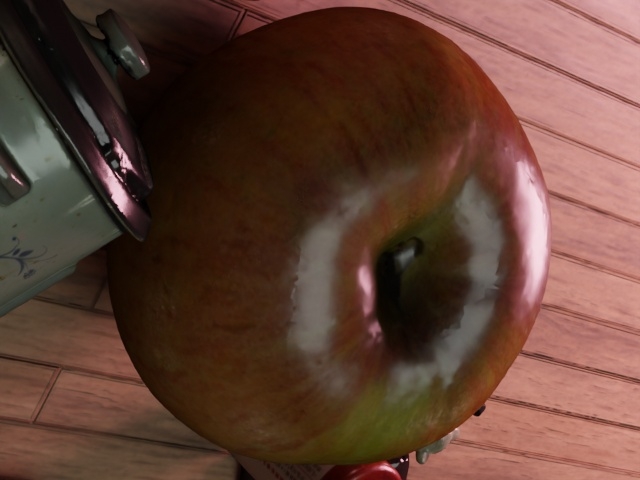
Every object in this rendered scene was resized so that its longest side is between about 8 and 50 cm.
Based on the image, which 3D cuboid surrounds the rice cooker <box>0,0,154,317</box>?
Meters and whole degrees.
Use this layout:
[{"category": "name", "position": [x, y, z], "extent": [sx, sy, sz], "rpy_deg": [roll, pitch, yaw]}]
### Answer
[{"category": "rice cooker", "position": [-0.262, -0.074, 1.333], "extent": [0.316, 0.316, 0.264], "rpy_deg": [-35, 104, -16]}]

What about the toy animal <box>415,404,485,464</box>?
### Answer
[{"category": "toy animal", "position": [0.095, 0.165, 1.939], "extent": [0.121, 0.094, 0.225], "rpy_deg": [-39, 148, 5]}]

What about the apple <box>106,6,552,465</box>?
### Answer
[{"category": "apple", "position": [0.000, 0.000, 1.587], "extent": [0.400, 0.333, 0.400], "rpy_deg": [-8, 105, -29]}]

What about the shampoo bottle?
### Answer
[{"category": "shampoo bottle", "position": [0.006, 0.230, 1.770], "extent": [0.104, 0.278, 0.104], "rpy_deg": [-21, 130, -28]}]

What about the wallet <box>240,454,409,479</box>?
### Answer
[{"category": "wallet", "position": [-0.005, 0.318, 1.957], "extent": [0.182, 0.049, 0.229], "rpy_deg": [0, 122, -12]}]
